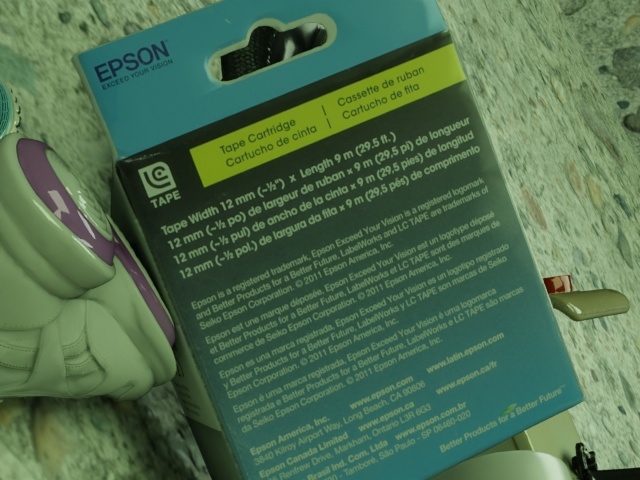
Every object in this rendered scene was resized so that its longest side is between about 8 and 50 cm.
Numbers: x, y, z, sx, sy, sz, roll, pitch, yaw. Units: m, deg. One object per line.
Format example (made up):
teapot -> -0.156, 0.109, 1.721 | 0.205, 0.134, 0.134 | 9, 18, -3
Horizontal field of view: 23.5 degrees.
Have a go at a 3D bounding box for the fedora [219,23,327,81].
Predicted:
fedora -> -0.021, -0.057, 1.271 | 0.334, 0.152, 0.334 | 42, 33, -35

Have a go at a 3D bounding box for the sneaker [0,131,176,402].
sneaker -> -0.177, 0.039, 0.896 | 0.114, 0.152, 0.305 | 55, -4, 22

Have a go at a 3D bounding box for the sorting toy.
sorting toy -> 0.135, 0.058, 1.394 | 0.307, 0.229, 0.041 | 0, 85, -65

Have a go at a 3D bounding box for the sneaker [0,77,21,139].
sneaker -> -0.232, -0.060, 0.940 | 0.073, 0.063, 0.162 | 40, 30, -36

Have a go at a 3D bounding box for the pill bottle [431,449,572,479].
pill bottle -> 0.174, 0.334, 1.207 | 0.176, 0.176, 0.319 | 36, 33, -47

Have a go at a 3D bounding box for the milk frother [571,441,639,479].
milk frother -> 0.299, 0.224, 1.367 | 0.129, 0.134, 0.143 | 83, 2, -50

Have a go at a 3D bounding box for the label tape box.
label tape box -> 0.000, 0.000, 1.050 | 0.348, 0.249, 0.115 | 68, -17, -6

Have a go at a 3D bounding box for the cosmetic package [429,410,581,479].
cosmetic package -> 0.191, 0.246, 1.436 | 0.160, 0.113, 0.310 | 11, 53, -62
